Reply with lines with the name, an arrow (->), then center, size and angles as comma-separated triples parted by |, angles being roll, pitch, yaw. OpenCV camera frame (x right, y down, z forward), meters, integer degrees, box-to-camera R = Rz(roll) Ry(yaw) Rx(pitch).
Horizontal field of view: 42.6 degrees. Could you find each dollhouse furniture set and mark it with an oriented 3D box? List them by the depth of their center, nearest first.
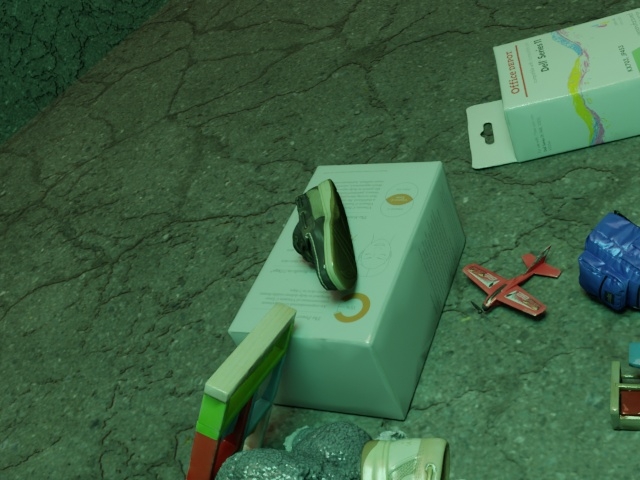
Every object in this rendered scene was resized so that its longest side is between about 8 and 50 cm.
dollhouse furniture set -> 0.411, 0.168, 0.900 | 0.183, 0.129, 0.129 | -3, 44, 24

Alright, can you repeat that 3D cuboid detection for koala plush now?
koala plush -> -0.003, 0.289, 0.960 | 0.196, 0.203, 0.221 | -11, 17, 41

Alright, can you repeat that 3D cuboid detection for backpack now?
backpack -> 0.407, 0.042, 1.078 | 0.120, 0.098, 0.101 | 36, 77, 34

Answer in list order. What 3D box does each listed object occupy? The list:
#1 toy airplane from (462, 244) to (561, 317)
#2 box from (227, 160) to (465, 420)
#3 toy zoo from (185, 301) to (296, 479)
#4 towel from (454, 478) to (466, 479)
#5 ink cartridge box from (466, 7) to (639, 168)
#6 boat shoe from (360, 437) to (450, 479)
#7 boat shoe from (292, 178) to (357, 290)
toy airplane -> 0.279, 0.059, 1.178 | 0.151, 0.028, 0.151 | -14, 41, 13
box -> 0.054, 0.060, 1.189 | 0.215, 0.168, 0.345 | 1, 45, 29
toy zoo -> -0.107, 0.240, 1.007 | 0.030, 0.293, 0.192 | 22, 29, 13
towel -> 0.129, 0.350, 0.934 | 0.113, 0.023, 0.152 | -18, 39, 11
ink cartridge box -> 0.413, -0.258, 1.390 | 0.353, 0.119, 0.207 | -13, 40, 16
boat shoe -> 0.101, 0.350, 0.820 | 0.098, 0.109, 0.302 | -8, 66, 15
boat shoe -> 0.000, -0.001, 1.095 | 0.073, 0.080, 0.224 | -22, 33, 12
